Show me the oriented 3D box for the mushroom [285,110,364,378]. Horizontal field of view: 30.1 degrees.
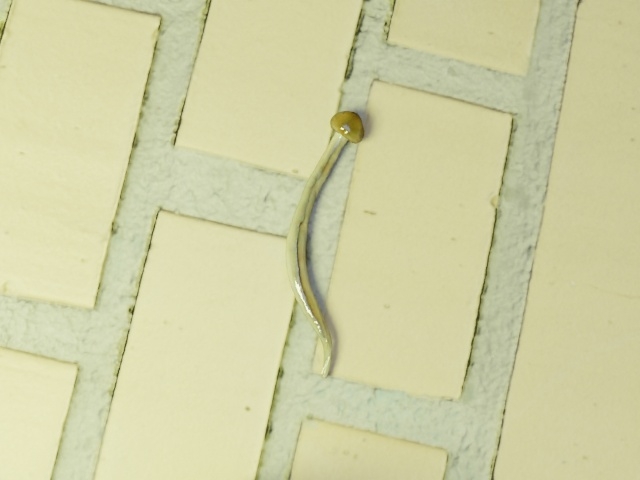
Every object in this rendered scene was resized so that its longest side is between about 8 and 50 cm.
[{"bbox_3d":[-0.001,-0.001,1.354,0.068,0.043,0.306,7,81,18],"label":"mushroom"}]
